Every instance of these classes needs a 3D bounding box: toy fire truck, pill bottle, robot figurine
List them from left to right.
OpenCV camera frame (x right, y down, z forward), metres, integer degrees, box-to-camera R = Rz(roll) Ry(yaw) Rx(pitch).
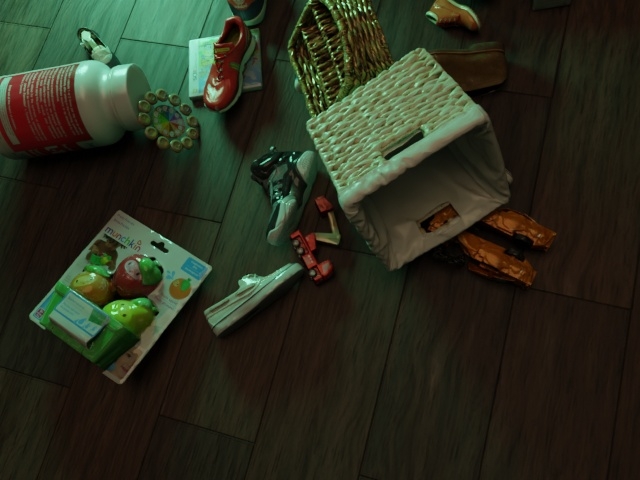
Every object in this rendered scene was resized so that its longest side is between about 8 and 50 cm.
[{"bbox_3d":[-0.676,-0.358,1.709,0.408,0.229,0.229,-7,71,9],"label":"pill bottle"},{"bbox_3d":[0.000,0.000,1.556,0.135,0.047,0.192,-28,74,-7],"label":"toy fire truck"},{"bbox_3d":[0.378,-0.012,1.470,0.291,0.085,0.211,27,79,17],"label":"robot figurine"}]

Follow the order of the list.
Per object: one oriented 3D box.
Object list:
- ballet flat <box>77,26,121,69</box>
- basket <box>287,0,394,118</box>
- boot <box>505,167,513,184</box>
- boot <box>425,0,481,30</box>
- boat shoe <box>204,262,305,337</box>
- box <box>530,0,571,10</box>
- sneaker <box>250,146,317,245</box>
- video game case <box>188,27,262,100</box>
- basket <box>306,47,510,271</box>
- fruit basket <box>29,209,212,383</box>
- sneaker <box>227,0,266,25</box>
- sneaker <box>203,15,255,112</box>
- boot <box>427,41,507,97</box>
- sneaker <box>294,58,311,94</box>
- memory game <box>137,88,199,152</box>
[{"bbox_3d":[-0.657,-0.558,1.856,0.074,0.074,0.203,-37,70,-3],"label":"ballet flat"},{"bbox_3d":[0.038,-0.448,1.512,0.223,0.213,0.299,-18,68,2],"label":"basket"},{"bbox_3d":[0.404,-0.215,1.540,0.190,0.069,0.086,37,85,21],"label":"boot"},{"bbox_3d":[0.355,-0.590,1.685,0.084,0.059,0.158,-44,61,-2],"label":"boot"},{"bbox_3d":[-0.163,0.126,1.527,0.267,0.096,0.088,-38,74,6],"label":"boat shoe"},{"bbox_3d":[0.599,-0.674,1.645,0.102,0.087,0.101,-7,71,8],"label":"box"},{"bbox_3d":[-0.115,-0.118,1.595,0.153,0.101,0.268,15,70,16],"label":"sneaker"},{"bbox_3d":[-0.271,-0.500,1.788,0.212,0.023,0.193,-7,71,8],"label":"video game case"},{"bbox_3d":[0.185,-0.166,1.354,0.328,0.331,0.266,-32,57,6],"label":"basket"},{"bbox_3d":[-0.498,0.123,1.553,0.327,0.165,0.353,30,76,18],"label":"fruit basket"},{"bbox_3d":[-0.210,-0.801,1.810,0.131,0.148,0.350,-6,71,9],"label":"sneaker"},{"bbox_3d":[-0.264,-0.480,1.703,0.107,0.118,0.279,9,74,15],"label":"sneaker"},{"bbox_3d":[0.325,-0.420,1.611,0.305,0.112,0.115,-9,81,6],"label":"boot"},{"bbox_3d":[-0.012,-0.506,1.721,0.126,0.091,0.240,33,81,37],"label":"sneaker"},{"bbox_3d":[-0.404,-0.320,1.688,0.012,0.186,0.186,-26,63,43],"label":"memory game"}]
